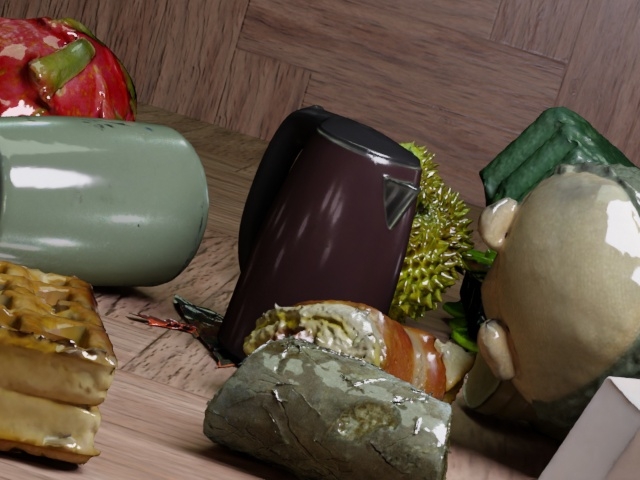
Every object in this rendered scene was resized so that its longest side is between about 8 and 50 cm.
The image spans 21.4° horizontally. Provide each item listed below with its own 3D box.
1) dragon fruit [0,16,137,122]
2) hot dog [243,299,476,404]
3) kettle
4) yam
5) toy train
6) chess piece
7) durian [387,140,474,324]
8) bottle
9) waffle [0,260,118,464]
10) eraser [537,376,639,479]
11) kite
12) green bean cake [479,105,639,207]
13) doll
[{"bbox_3d":[-0.338,-0.133,1.889,0.231,0.237,0.303,-2,12,23],"label":"dragon fruit"},{"bbox_3d":[0.033,0.114,1.435,0.213,0.103,0.146,21,-18,-41],"label":"hot dog"},{"bbox_3d":[0.000,0.000,1.578,0.144,0.232,0.202,14,13,-37],"label":"kettle"},{"bbox_3d":[0.018,0.137,1.243,0.183,0.107,0.107,22,9,18],"label":"yam"},{"bbox_3d":[0.228,0.082,1.986,0.161,0.100,0.296,19,9,-1],"label":"toy train"},{"bbox_3d":[0.245,0.158,1.633,0.200,0.090,0.090,24,6,-15],"label":"chess piece"},{"bbox_3d":[0.071,-0.001,1.902,0.176,0.200,0.237,59,16,-14],"label":"durian"},{"bbox_3d":[-0.285,-0.041,1.598,0.347,0.168,0.168,3,15,-40],"label":"bottle"},{"bbox_3d":[-0.298,0.058,1.160,0.308,0.091,0.213,13,11,-16],"label":"waffle"},{"bbox_3d":[0.283,0.177,1.377,0.210,0.124,0.068,9,31,-42],"label":"eraser"},{"bbox_3d":[-0.092,0.090,1.621,0.189,0.009,0.232,14,9,-21],"label":"kite"},{"bbox_3d":[0.328,0.034,1.843,0.308,0.169,0.300,39,17,-27],"label":"green bean cake"},{"bbox_3d":[0.281,0.057,1.508,0.349,0.247,0.247,6,13,-45],"label":"doll"}]
